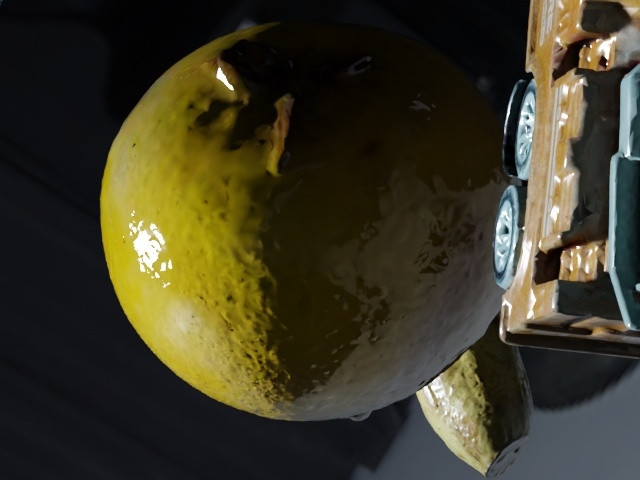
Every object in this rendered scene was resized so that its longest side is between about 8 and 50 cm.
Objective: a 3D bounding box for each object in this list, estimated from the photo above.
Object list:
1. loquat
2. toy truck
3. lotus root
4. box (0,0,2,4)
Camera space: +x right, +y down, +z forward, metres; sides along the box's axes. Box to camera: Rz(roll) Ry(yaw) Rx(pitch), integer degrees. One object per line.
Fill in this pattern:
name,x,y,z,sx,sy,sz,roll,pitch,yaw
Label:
loquat,0.000,0.000,1.477,0.328,0.359,0.328,-8,40,7
toy truck,0.175,-0.116,0.911,0.184,0.133,0.338,142,134,-80
lotus root,0.121,0.089,1.713,0.110,0.097,0.258,-54,44,40
box,-0.234,-0.251,1.080,0.083,0.142,0.232,-101,23,-70
